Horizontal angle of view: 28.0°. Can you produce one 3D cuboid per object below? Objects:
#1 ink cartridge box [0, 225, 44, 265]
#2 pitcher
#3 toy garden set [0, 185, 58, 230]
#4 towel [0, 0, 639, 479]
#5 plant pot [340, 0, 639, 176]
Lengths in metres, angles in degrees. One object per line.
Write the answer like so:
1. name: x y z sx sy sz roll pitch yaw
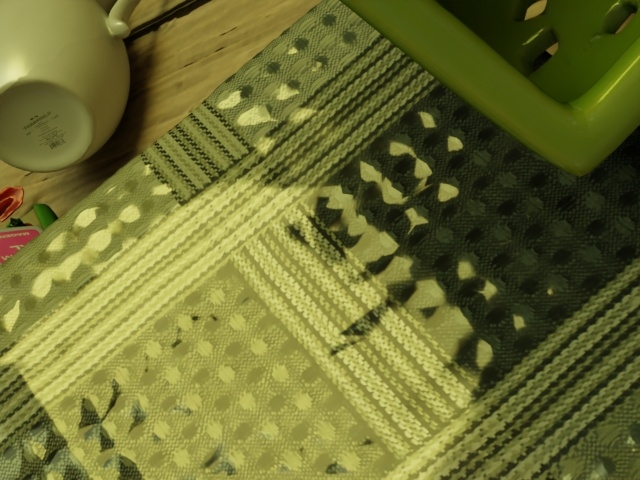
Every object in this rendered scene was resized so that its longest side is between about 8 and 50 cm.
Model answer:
1. ink cartridge box: -0.134 0.124 0.738 0.311 0.065 0.186 34 127 56
2. pitcher: -0.189 -0.158 0.996 0.177 0.125 0.207 -30 35 18
3. toy garden set: -0.317 0.037 0.998 0.244 0.049 0.204 -35 41 -3
4. towel: 0.002 0.052 0.531 0.324 0.056 0.312 -39 53 -3
5. plant pot: 0.052 -0.189 0.448 0.227 0.228 0.207 -50 17 6
